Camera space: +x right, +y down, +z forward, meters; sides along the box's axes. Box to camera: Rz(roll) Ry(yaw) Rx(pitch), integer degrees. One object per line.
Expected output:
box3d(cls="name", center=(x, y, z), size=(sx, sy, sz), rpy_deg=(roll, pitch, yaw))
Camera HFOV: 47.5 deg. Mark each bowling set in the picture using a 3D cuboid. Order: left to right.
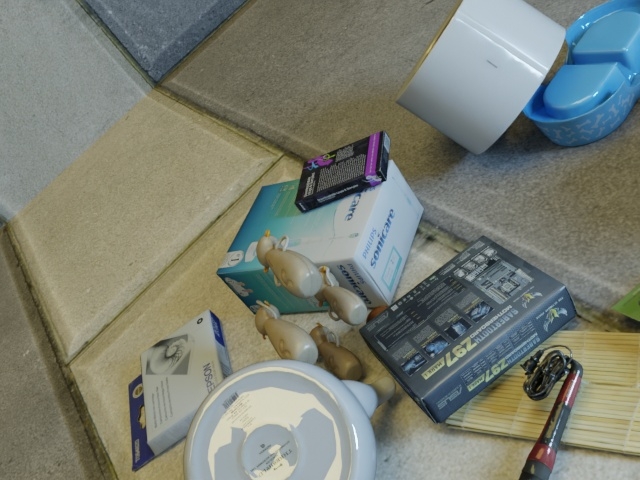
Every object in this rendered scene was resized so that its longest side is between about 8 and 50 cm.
box3d(cls="bowling set", center=(0.004, 0.132, 1.090), size=(0.154, 0.199, 0.287), rpy_deg=(34, 121, 55))

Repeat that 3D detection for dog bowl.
box3d(cls="dog bowl", center=(0.450, -0.271, 1.174), size=(0.165, 0.074, 0.297), rpy_deg=(15, 62, 50))

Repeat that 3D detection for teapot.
box3d(cls="teapot", center=(-0.043, 0.282, 0.925), size=(0.255, 0.187, 0.253), rpy_deg=(1, 70, 12))

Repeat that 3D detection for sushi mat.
box3d(cls="sushi mat", center=(0.304, 0.172, 0.858), size=(0.316, 0.019, 0.151), rpy_deg=(-3, 47, 40))

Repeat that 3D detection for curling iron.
box3d(cls="curling iron", center=(0.233, 0.246, 0.811), size=(0.068, 0.035, 0.274), rpy_deg=(0, 62, 46))

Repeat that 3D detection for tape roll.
box3d(cls="tape roll", center=(0.258, -0.287, 1.195), size=(0.246, 0.169, 0.246), rpy_deg=(-57, 4, 6))

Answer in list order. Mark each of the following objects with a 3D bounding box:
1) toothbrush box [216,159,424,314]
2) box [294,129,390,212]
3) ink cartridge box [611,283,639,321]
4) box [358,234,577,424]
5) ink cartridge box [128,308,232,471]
box3d(cls="toothbrush box", center=(0.000, 0.000, 1.242), size=(0.295, 0.126, 0.216), rpy_deg=(-9, 43, 37))
box3d(cls="box", center=(0.037, -0.114, 1.207), size=(0.162, 0.029, 0.116), rpy_deg=(-18, 36, 24))
box3d(cls="ink cartridge box", center=(0.438, 0.062, 0.800), size=(0.109, 0.062, 0.209), rpy_deg=(-35, 32, -18))
box3d(cls="box", center=(0.189, 0.109, 0.965), size=(0.232, 0.059, 0.183), rpy_deg=(-37, 30, -6))
box3d(cls="ink cartridge box", center=(-0.259, 0.254, 1.270), size=(0.224, 0.045, 0.223), rpy_deg=(-36, 35, 6))
